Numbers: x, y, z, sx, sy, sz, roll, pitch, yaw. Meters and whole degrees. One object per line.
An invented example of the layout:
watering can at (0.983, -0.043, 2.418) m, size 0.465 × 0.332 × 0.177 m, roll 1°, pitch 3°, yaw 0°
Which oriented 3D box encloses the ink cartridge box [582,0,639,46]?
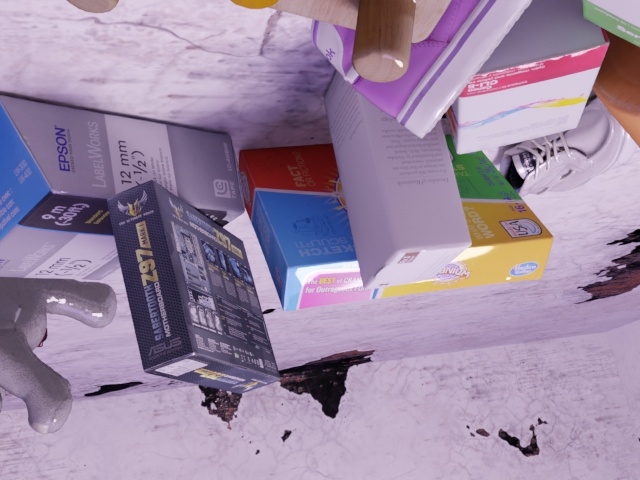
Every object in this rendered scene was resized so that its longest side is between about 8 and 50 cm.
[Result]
ink cartridge box at (0.249, -0.228, 0.524) m, size 0.160 × 0.093 × 0.219 m, roll -58°, pitch 163°, yaw 8°

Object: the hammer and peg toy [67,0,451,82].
hammer and peg toy at (-0.003, -0.225, 0.383) m, size 0.266 × 0.127 × 0.361 m, roll 12°, pitch 158°, yaw -10°

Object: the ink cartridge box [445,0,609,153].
ink cartridge box at (0.174, -0.178, 0.752) m, size 0.128 × 0.128 × 0.176 m, roll -13°, pitch 162°, yaw 5°

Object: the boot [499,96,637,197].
boot at (0.326, -0.115, 1.102) m, size 0.124 × 0.095 × 0.258 m, roll -16°, pitch 165°, yaw -9°

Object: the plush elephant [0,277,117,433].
plush elephant at (-0.513, 0.156, 1.176) m, size 0.330 × 0.271 × 0.255 m, roll 33°, pitch 126°, yaw -26°

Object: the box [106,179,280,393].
box at (-0.128, 0.059, 0.858) m, size 0.059 × 0.183 × 0.233 m, roll -21°, pitch 160°, yaw 11°

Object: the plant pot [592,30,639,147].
plant pot at (0.382, -0.164, 0.726) m, size 0.204 × 0.290 × 0.291 m, roll 19°, pitch 149°, yaw -30°

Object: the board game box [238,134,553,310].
board game box at (0.079, -0.034, 0.977) m, size 0.317 × 0.242 × 0.064 m, roll -6°, pitch 129°, yaw -17°

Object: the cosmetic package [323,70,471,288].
cosmetic package at (0.073, -0.078, 0.832) m, size 0.086 × 0.231 × 0.117 m, roll -7°, pitch 162°, yaw -16°

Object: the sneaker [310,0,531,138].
sneaker at (0.099, -0.231, 0.588) m, size 0.282 × 0.161 × 0.102 m, roll -51°, pitch 175°, yaw 16°

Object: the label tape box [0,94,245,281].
label tape box at (-0.299, -0.044, 0.907) m, size 0.348 × 0.115 × 0.249 m, roll 3°, pitch 157°, yaw -42°
